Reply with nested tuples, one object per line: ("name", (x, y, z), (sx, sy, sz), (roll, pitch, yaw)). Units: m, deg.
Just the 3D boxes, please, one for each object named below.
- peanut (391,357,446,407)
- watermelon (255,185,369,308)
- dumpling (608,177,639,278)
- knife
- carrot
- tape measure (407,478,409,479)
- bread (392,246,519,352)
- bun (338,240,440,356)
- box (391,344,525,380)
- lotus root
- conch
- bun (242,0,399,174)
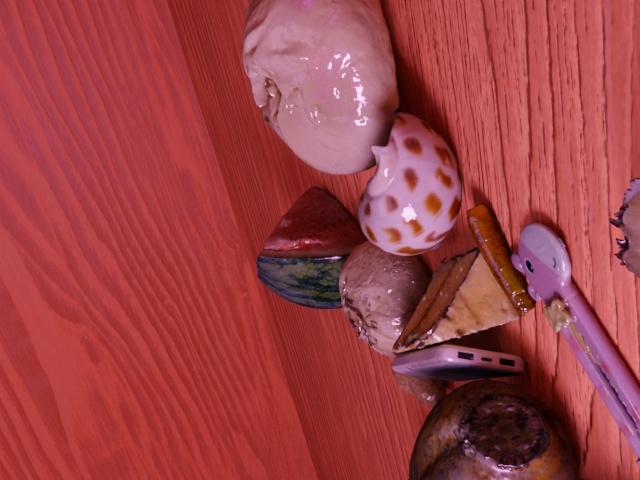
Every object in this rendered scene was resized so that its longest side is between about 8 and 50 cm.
("peanut", (0.206, 0.292, 1.483), (0.174, 0.080, 0.080), (39, 147, 62))
("watermelon", (-0.004, 0.043, 1.658), (0.293, 0.282, 0.251), (-89, 4, -58))
("dumpling", (0.338, -0.034, 0.577), (0.166, 0.086, 0.332), (34, 161, 1))
("knife", (0.350, 0.159, 0.888), (0.399, 0.038, 0.132), (62, 166, 18))
("carrot", (0.259, 0.028, 1.019), (0.171, 0.042, 0.042), (63, 164, 6))
("tape measure", (0.259, 0.554, 1.435), (0.245, 0.149, 0.231), (64, -159, -4))
("bread", (0.213, 0.111, 1.146), (0.266, 0.141, 0.178), (134, 154, -75))
("bun", (0.125, 0.123, 1.392), (0.259, 0.152, 0.260), (159, 90, -77))
("box", (0.224, 0.211, 1.213), (0.285, 0.142, 0.044), (130, 151, -73))
("lotus root", (0.260, 0.356, 1.099), (0.250, 0.250, 0.346), (57, 161, 35))
("conch", (0.141, -0.062, 1.087), (0.148, 0.183, 0.275), (33, 165, 14))
("bun", (-0.013, -0.276, 1.148), (0.361, 0.213, 0.361), (164, 90, -82))
